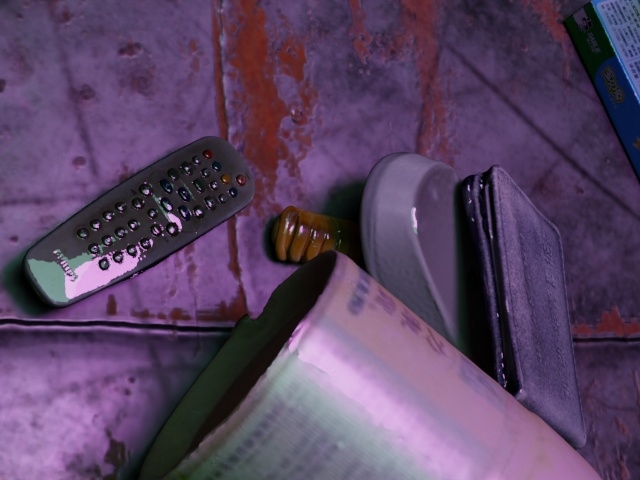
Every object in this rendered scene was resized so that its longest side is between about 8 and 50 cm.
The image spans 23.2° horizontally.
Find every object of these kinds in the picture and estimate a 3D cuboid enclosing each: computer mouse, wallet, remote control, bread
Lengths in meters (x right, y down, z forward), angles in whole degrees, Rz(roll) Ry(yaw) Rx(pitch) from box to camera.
[{"bbox_3d":[0.102,0.029,1.351,0.128,0.079,0.231,-46,115,-45],"label":"computer mouse"},{"bbox_3d":[0.178,0.057,1.338,0.167,0.036,0.222,39,40,-53],"label":"wallet"},{"bbox_3d":[-0.145,-0.014,1.260,0.222,0.042,0.072,-34,90,-33],"label":"remote control"},{"bbox_3d":[0.000,0.000,1.334,0.088,0.034,0.049,15,72,-22],"label":"bread"}]

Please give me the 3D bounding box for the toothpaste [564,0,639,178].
[{"bbox_3d":[0.331,-0.115,1.533,0.065,0.050,0.266,-21,83,-30],"label":"toothpaste"}]

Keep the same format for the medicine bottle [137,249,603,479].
[{"bbox_3d":[0.087,0.220,1.183,0.406,0.236,0.235,40,60,-9],"label":"medicine bottle"}]
